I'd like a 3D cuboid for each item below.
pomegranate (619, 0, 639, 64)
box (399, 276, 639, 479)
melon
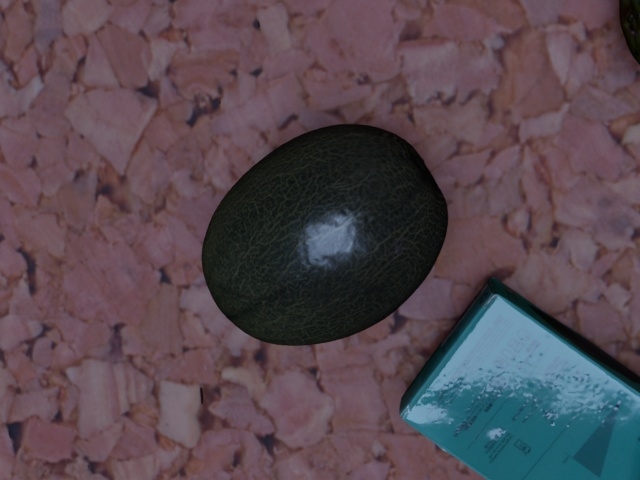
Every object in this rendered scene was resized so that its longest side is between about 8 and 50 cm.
[{"bbox_3d":[0.446,-0.263,0.920,0.224,0.181,0.181,-10,97,-7],"label":"pomegranate"},{"bbox_3d":[0.281,0.216,1.043,0.311,0.118,0.205,34,105,4],"label":"box"},{"bbox_3d":[0.000,0.000,0.997,0.302,0.237,0.237,-33,92,18],"label":"melon"}]
